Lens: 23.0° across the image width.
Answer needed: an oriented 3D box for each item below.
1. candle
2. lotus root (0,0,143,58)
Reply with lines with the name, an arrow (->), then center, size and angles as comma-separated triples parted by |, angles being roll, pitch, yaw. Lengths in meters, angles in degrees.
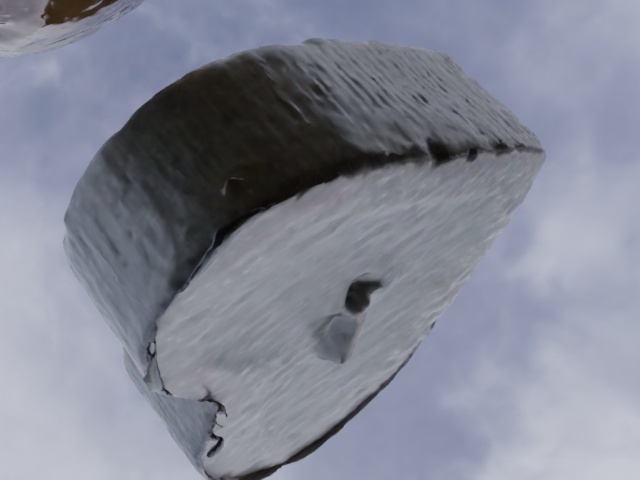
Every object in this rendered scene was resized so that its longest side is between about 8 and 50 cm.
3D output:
candle -> 0.000, 0.000, 0.548 | 0.168, 0.192, 0.068 | -36, -115, -14
lotus root -> -0.121, -0.155, 0.453 | 0.272, 0.192, 0.272 | 5, -118, -10
